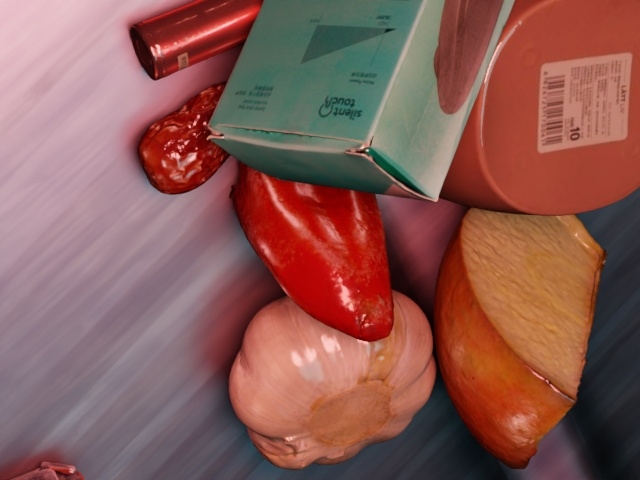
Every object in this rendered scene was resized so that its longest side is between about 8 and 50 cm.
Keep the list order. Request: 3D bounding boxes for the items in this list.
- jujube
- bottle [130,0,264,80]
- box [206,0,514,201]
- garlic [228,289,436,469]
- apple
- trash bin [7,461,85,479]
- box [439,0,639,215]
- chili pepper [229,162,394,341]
[{"bbox_3d":[-0.118,-0.100,1.359,0.129,0.077,0.077,-46,122,-18],"label":"jujube"},{"bbox_3d":[-0.095,-0.208,1.338,0.164,0.060,0.060,-25,118,-17],"label":"bottle"},{"bbox_3d":[0.053,-0.198,1.276,0.118,0.205,0.311,35,71,-42],"label":"box"},{"bbox_3d":[0.012,0.131,1.457,0.227,0.152,0.228,-17,141,-14],"label":"garlic"},{"bbox_3d":[0.205,0.092,1.472,0.179,0.346,0.254,-16,114,23],"label":"apple"},{"bbox_3d":[-0.266,0.366,1.394,0.161,0.184,0.239,-21,122,-19],"label":"trash bin"},{"bbox_3d":[0.200,-0.159,1.415,0.301,0.216,0.301,-8,111,-22],"label":"box"},{"bbox_3d":[0.000,0.000,1.355,0.136,0.253,0.144,-29,128,6],"label":"chili pepper"}]
